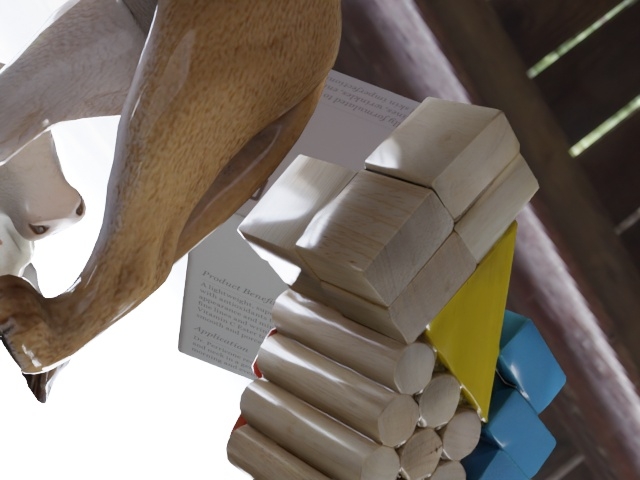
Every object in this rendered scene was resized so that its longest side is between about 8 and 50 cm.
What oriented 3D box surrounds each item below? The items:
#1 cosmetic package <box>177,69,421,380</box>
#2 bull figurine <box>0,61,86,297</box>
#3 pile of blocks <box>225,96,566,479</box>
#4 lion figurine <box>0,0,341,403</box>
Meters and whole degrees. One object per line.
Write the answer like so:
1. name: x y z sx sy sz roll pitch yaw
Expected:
1. cosmetic package: 0.000 0.000 0.824 0.151 0.151 0.184 21 142 4
2. bull figurine: -0.227 -0.010 0.604 0.310 0.101 0.188 7 125 26
3. pile of blocks: 0.015 0.119 0.506 0.149 0.362 0.112 7 -171 -38
4. lion figurine: -0.072 -0.148 0.397 0.142 0.240 0.392 30 144 47
